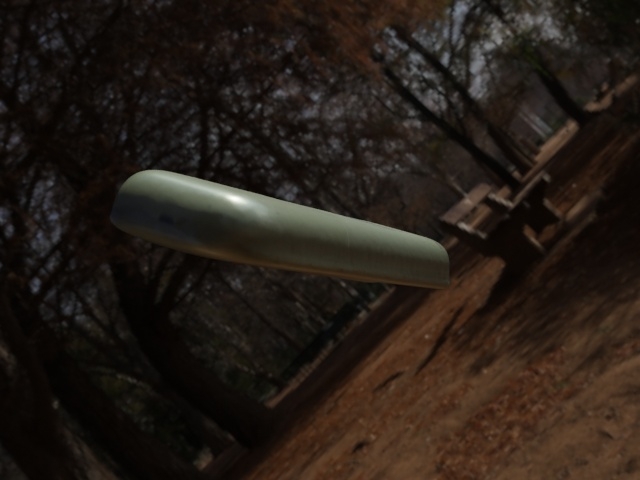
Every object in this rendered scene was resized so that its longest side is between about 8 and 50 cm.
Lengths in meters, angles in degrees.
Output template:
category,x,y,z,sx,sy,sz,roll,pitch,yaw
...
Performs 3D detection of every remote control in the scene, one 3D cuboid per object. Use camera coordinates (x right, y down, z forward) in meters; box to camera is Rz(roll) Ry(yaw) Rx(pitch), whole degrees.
category,x,y,z,sx,sy,sz,roll,pitch,yaw
remote control,0.001,0.001,0.495,0.309,0.090,0.038,11,-85,-64
